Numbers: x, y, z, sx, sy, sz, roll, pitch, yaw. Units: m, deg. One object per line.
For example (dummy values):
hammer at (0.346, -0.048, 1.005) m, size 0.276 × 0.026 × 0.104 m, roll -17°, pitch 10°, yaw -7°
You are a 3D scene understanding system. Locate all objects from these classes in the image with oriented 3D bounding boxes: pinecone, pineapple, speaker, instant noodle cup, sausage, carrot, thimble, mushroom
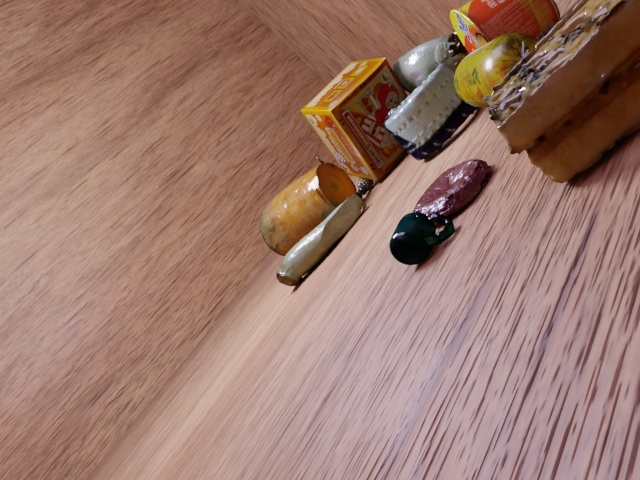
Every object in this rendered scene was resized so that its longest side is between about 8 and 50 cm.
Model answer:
pinecone at (0.429, -0.520, 1.539) m, size 0.179 × 0.195 × 0.150 m, roll 105°, pitch 153°, yaw -51°
pineapple at (0.140, -0.160, 1.901) m, size 0.058 × 0.058 × 0.124 m, roll -42°, pitch 23°, yaw 44°
speaker at (0.148, -0.012, 0.866) m, size 0.094 × 0.060 × 0.075 m, roll -42°, pitch 10°, yaw 39°
instant noodle cup at (0.432, -0.500, 1.352) m, size 0.174 × 0.213 × 0.213 m, roll -37°, pitch 8°, yaw 10°
sausage at (0.348, -0.330, 1.161) m, size 0.123 × 0.123 × 0.347 m, roll -47°, pitch 6°, yaw 6°
carrot at (-0.042, -0.089, 1.876) m, size 0.340 × 0.224 × 0.224 m, roll -37°, pitch 12°, yaw 38°
thimble at (0.280, -0.322, 1.450) m, size 0.237 × 0.150 × 0.237 m, roll -46°, pitch 6°, yaw 6°
mushroom at (0.000, 0.001, 1.678) m, size 0.333 × 0.087 × 0.107 m, roll -45°, pitch 6°, yaw 5°

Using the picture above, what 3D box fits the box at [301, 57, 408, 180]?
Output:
box at (0.145, -0.386, 1.870) m, size 0.259 × 0.283 × 0.213 m, roll -46°, pitch 28°, yaw -15°

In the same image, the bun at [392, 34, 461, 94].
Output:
bun at (0.376, -0.516, 1.823) m, size 0.293 × 0.187 × 0.293 m, roll -18°, pitch 2°, yaw 0°

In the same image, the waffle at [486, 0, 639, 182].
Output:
waffle at (0.356, -0.245, 0.651) m, size 0.376 × 0.114 × 0.261 m, roll -45°, pitch 8°, yaw 24°

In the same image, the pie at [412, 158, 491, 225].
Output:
pie at (0.212, -0.081, 0.951) m, size 0.153 × 0.038 × 0.153 m, roll -46°, pitch 9°, yaw 9°
